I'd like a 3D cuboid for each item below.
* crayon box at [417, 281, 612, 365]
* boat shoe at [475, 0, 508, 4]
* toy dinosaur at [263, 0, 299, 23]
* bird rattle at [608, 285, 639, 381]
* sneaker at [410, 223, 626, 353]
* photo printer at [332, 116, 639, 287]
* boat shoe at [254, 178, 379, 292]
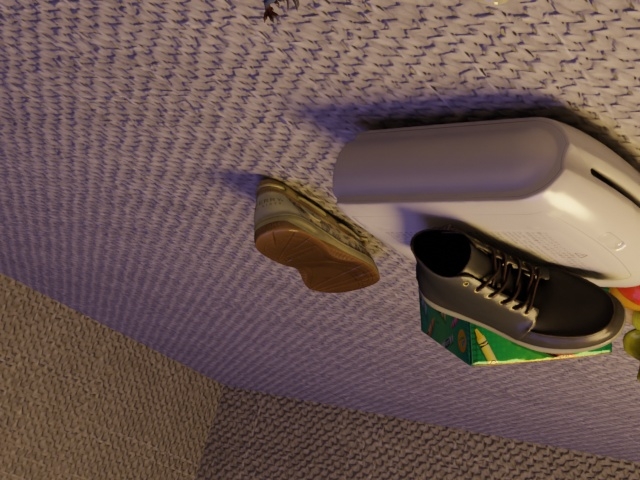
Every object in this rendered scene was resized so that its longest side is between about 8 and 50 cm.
[{"bbox_3d":[0.226,0.085,1.414,0.165,0.081,0.278,-5,-175,-7],"label":"crayon box"},{"bbox_3d":[0.084,-0.215,0.871,0.133,0.049,0.042,19,137,18],"label":"boat shoe"},{"bbox_3d":[-0.034,-0.221,0.976,0.090,0.047,0.082,27,146,3],"label":"toy dinosaur"},{"bbox_3d":[0.398,0.063,1.344,0.207,0.143,0.253,32,162,5],"label":"bird rattle"},{"bbox_3d":[0.196,0.051,1.175,0.222,0.083,0.118,12,163,19],"label":"sneaker"},{"bbox_3d":[0.203,-0.035,1.228,0.307,0.107,0.256,0,157,44],"label":"photo printer"},{"bbox_3d":[0.000,0.000,1.621,0.104,0.089,0.285,-19,153,19],"label":"boat shoe"}]
